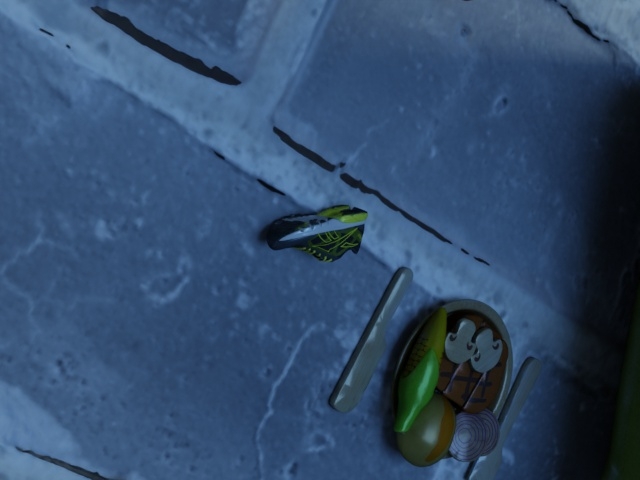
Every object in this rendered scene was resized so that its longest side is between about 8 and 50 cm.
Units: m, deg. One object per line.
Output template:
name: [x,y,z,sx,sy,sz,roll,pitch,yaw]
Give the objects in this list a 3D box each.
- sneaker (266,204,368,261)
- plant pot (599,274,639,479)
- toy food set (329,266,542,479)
sneaker: [0.000,0.000,1.023,0.083,0.031,0.035,-13,110,-37]
plant pot: [0.389,0.102,1.193,0.366,0.366,0.353,11,106,-41]
toy food set: [0.103,0.110,1.132,0.192,0.038,0.132,33,80,-40]
